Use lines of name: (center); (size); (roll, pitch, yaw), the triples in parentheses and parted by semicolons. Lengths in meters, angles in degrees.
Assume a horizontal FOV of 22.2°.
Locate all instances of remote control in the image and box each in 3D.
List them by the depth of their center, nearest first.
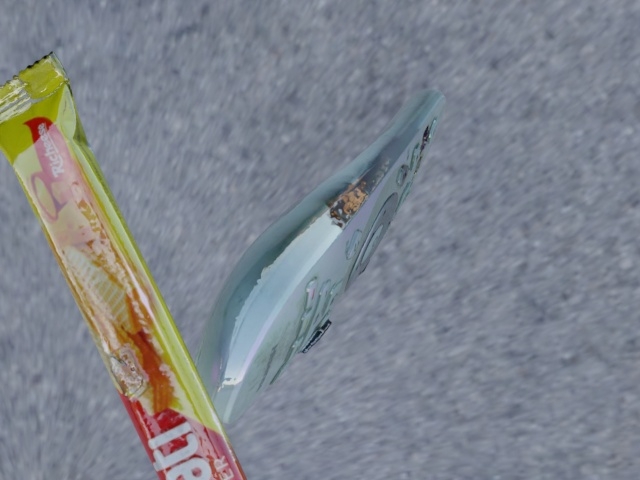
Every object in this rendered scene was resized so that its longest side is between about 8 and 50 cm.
remote control: (0.002, 0.001, 0.807); (0.045, 0.097, 0.256); (31, 39, 10)

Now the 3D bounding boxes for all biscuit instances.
biscuit: (-0.064, 0.062, 0.674); (0.048, 0.026, 0.292); (-28, 85, 16)
